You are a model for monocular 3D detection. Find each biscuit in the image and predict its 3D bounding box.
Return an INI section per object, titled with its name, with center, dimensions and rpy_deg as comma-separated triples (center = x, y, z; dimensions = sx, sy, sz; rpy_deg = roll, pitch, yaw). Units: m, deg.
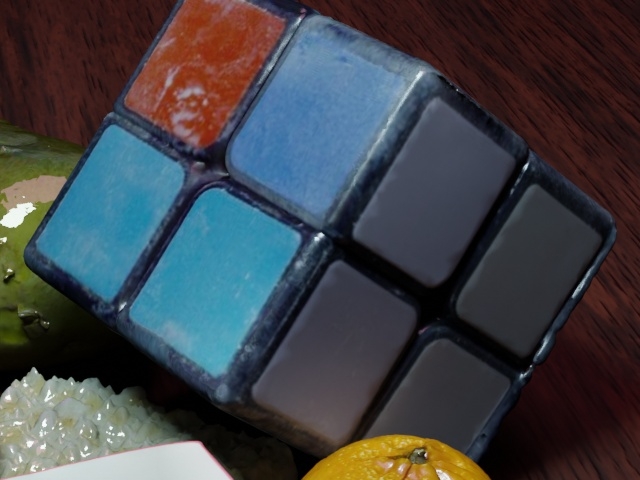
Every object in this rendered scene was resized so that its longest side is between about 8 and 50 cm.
[biscuit]
center = -0.177, 0.200, 1.538
dimensions = 0.281, 0.084, 0.179
rpy_deg = 15, 33, 29

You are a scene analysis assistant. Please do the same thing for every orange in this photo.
[orange]
center = 0.055, 0.231, 1.405
dimensions = 0.193, 0.161, 0.193
rpy_deg = -2, 26, 1

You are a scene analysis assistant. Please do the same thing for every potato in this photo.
[potato]
center = -0.309, -0.002, 1.793
dimensions = 0.270, 0.219, 0.359
rpy_deg = -7, 19, -39

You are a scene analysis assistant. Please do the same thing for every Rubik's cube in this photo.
[Rubik's cube]
center = 0.000, 0.000, 1.579
dimensions = 0.318, 0.316, 0.313
rpy_deg = 30, -1, 44

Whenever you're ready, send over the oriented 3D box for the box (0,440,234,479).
[box]
center = -0.142, 0.328, 1.020
dimensions = 0.300, 0.314, 0.312
rpy_deg = -9, 28, -29
